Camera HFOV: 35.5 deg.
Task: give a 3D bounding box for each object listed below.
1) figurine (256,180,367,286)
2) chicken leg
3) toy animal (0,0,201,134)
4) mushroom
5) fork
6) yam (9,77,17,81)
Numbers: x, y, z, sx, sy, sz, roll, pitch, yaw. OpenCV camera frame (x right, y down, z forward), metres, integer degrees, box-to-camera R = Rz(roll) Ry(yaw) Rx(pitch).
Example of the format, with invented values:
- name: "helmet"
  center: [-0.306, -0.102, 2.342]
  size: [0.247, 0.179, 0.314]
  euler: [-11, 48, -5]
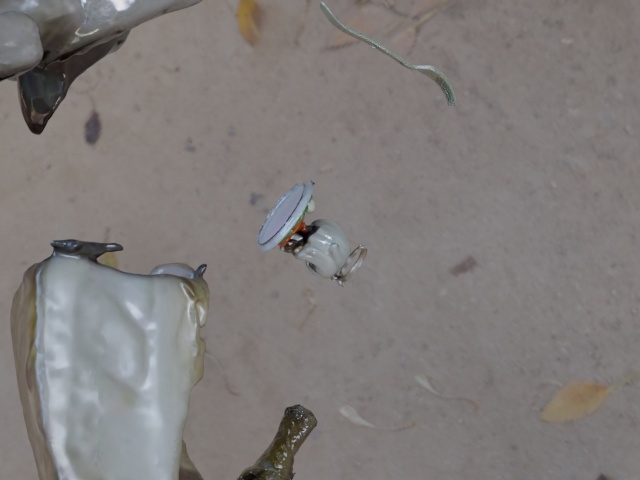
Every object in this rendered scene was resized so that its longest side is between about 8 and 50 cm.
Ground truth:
- name: "figurine"
  center: [0.000, 0.000, 1.505]
  size: [0.132, 0.153, 0.132]
  euler: [-47, 18, 21]
- name: "chicken leg"
  center: [-0.072, 0.313, 1.345]
  size: [0.196, 0.080, 0.125]
  euler: [-59, 10, 2]
- name: "toy animal"
  center: [-0.273, -0.194, 0.847]
  size: [0.302, 0.344, 0.194]
  euler: [-24, 95, 36]
- name: "mushroom"
  center: [-0.252, 0.235, 1.164]
  size: [0.313, 0.224, 0.398]
  euler: [-32, 62, 54]
- name: "fork"
  center: [0.089, -0.243, 1.284]
  size: [0.028, 0.219, 0.034]
  euler: [-58, 15, 1]
- name: "yam"
  center: [-0.318, -0.233, 1.088]
  size: [0.179, 0.078, 0.078]
  euler: [-34, 46, 56]
